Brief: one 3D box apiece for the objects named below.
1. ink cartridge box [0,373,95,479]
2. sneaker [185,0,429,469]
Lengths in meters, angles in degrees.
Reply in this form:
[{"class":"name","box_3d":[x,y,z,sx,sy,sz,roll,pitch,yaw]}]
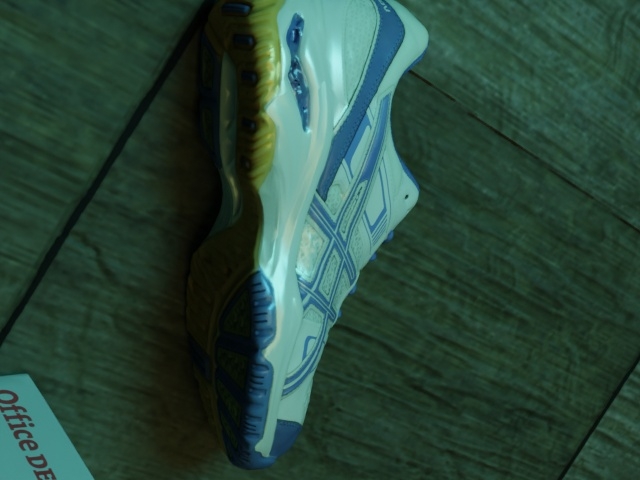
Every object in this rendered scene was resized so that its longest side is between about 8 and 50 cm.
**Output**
[{"class":"ink cartridge box","box_3d":[-0.240,0.189,0.615,0.233,0.171,0.168,-3,115,-30]},{"class":"sneaker","box_3d":[0.000,0.000,0.706,0.131,0.112,0.296,-6,116,-29]}]
